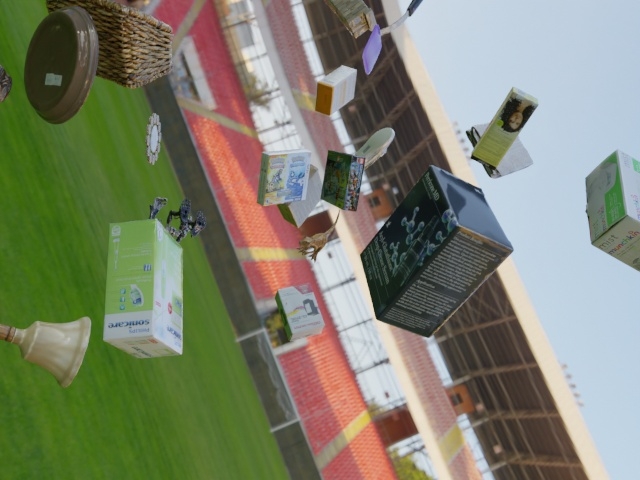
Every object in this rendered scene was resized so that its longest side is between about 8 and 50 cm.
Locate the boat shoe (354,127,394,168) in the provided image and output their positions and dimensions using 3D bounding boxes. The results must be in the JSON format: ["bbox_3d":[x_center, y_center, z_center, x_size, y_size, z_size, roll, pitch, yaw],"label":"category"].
[{"bbox_3d":[0.190,-0.307,2.224,0.063,0.184,0.066,20,34,-43],"label":"boat shoe"}]

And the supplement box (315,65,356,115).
[{"bbox_3d":[0.030,-0.290,1.265,0.036,0.098,0.062,23,-49,21],"label":"supplement box"}]

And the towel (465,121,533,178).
[{"bbox_3d":[0.595,-0.306,2.151,0.049,0.282,0.187,-31,-97,44],"label":"towel"}]

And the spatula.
[{"bbox_3d":[0.173,-0.485,1.436,0.030,0.296,0.084,32,-16,24],"label":"spatula"}]

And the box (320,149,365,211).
[{"bbox_3d":[0.064,-0.184,1.972,0.233,0.044,0.159,-144,-117,-69],"label":"box"}]

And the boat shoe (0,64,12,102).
[{"bbox_3d":[-0.614,-0.302,1.226,0.050,0.045,0.135,-68,-169,-18],"label":"boat shoe"}]

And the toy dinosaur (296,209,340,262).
[{"bbox_3d":[0.000,0.000,1.782,0.064,0.112,0.211,45,30,4],"label":"toy dinosaur"}]

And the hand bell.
[{"bbox_3d":[-0.519,0.152,1.074,0.242,0.126,0.126,23,18,-30],"label":"hand bell"}]

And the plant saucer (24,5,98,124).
[{"bbox_3d":[-0.608,-0.409,1.513,0.041,0.278,0.278,6,53,-53],"label":"plant saucer"}]

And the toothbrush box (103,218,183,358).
[{"bbox_3d":[-0.414,0.119,1.559,0.206,0.122,0.283,73,13,-67],"label":"toothbrush box"}]

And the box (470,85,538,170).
[{"bbox_3d":[0.530,-0.322,1.898,0.232,0.087,0.058,-63,-179,33],"label":"box"}]

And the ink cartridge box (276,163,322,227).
[{"bbox_3d":[-0.082,-0.181,2.594,0.088,0.193,0.235,32,-13,19],"label":"ink cartridge box"}]

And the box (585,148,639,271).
[{"bbox_3d":[0.777,-0.057,1.590,0.127,0.231,0.262,-53,-168,44],"label":"box"}]

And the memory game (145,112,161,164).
[{"bbox_3d":[-0.602,-0.364,2.355,0.186,0.012,0.186,-174,-90,-90],"label":"memory game"}]

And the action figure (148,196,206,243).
[{"bbox_3d":[-0.505,-0.057,2.211,0.164,0.275,0.141,38,51,-36],"label":"action figure"}]

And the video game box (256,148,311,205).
[{"bbox_3d":[-0.126,-0.224,2.307,0.048,0.205,0.187,24,-64,41],"label":"video game box"}]

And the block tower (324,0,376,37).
[{"bbox_3d":[0.075,-0.874,2.371,0.335,0.097,0.091,56,3,29],"label":"block tower"}]

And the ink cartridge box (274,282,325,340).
[{"bbox_3d":[-0.073,0.251,2.316,0.072,0.127,0.175,112,-38,-58],"label":"ink cartridge box"}]

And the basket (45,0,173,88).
[{"bbox_3d":[-0.537,-0.563,1.711,0.299,0.213,0.223,22,-49,22],"label":"basket"}]

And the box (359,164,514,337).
[{"bbox_3d":[0.325,0.037,1.936,0.395,0.212,0.293,-53,-152,29],"label":"box"}]
